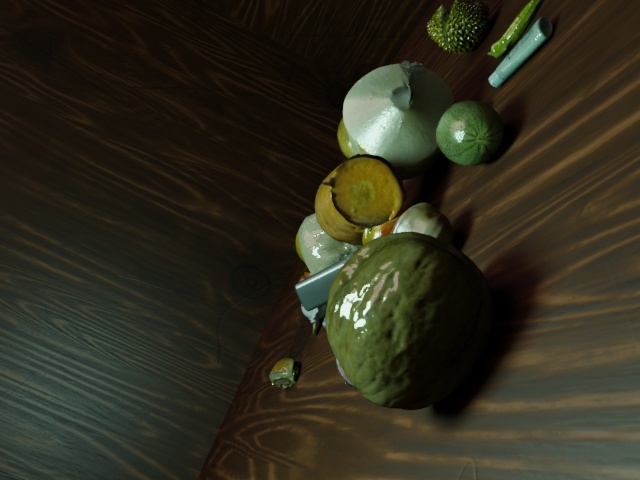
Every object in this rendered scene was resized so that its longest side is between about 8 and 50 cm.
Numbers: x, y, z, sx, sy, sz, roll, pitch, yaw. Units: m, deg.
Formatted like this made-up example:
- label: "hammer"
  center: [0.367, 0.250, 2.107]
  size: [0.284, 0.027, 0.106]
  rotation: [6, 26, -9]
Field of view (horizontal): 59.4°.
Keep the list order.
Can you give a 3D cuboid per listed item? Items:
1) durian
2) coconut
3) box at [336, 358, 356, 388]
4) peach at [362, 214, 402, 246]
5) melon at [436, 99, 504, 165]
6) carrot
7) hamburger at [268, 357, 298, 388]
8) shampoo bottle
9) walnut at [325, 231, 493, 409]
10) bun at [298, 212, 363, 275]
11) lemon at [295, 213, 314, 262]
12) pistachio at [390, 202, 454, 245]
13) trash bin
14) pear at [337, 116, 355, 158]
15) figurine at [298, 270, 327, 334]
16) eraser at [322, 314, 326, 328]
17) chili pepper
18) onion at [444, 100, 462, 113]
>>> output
- label: "durian"
  center: [0.463, -0.668, 1.787]
  size: [0.237, 0.138, 0.193]
  rotation: [-20, -15, -29]
- label: "coconut"
  center: [0.212, -0.323, 1.536]
  size: [0.323, 0.323, 0.323]
  rotation: [-61, 8, 15]
- label: "box"
  center: [0.100, 0.226, 1.105]
  size: [0.135, 0.151, 0.151]
  rotation: [116, 177, -64]
- label: "peach"
  center: [0.171, 0.013, 1.291]
  size: [0.151, 0.151, 0.118]
  rotation: [-53, 52, 53]
- label: "melon"
  center: [0.320, -0.231, 1.208]
  size: [0.139, 0.139, 0.192]
  rotation: [-61, 9, 17]
- label: "carrot"
  center: [0.099, -0.104, 1.490]
  size: [0.341, 0.224, 0.224]
  rotation: [121, 174, -80]
- label: "hamburger"
  center: [-0.127, 0.459, 2.002]
  size: [0.176, 0.087, 0.102]
  rotation: [125, 167, -59]
- label: "shampoo bottle"
  center: [0.459, -0.428, 1.301]
  size: [0.191, 0.041, 0.069]
  rotation: [129, 160, -58]
- label: "walnut"
  center: [0.134, 0.123, 0.892]
  size: [0.283, 0.283, 0.227]
  rotation: [-63, -21, 4]
- label: "bun"
  center: [0.069, 0.009, 1.749]
  size: [0.205, 0.281, 0.281]
  rotation: [-32, 20, 22]
- label: "lemon"
  center: [0.000, 0.000, 2.278]
  size: [0.204, 0.204, 0.260]
  rotation: [-75, 1, -56]
- label: "pistachio"
  center: [0.201, 0.024, 1.174]
  size: [0.129, 0.131, 0.206]
  rotation: [-62, -4, -79]
- label: "trash bin"
  center: [0.064, 0.097, 1.529]
  size: [0.236, 0.101, 0.177]
  rotation: [-27, 0, 19]
- label: "pear"
  center: [0.199, -0.439, 2.284]
  size: [0.271, 0.271, 0.271]
  rotation: [-61, 8, 15]
- label: "figurine"
  center: [-0.003, 0.195, 1.996]
  size: [0.143, 0.143, 0.271]
  rotation: [174, 89, -81]
- label: "eraser"
  center: [0.075, 0.207, 1.624]
  size: [0.089, 0.061, 0.352]
  rotation: [-65, 8, -18]
- label: "chili pepper"
  center: [0.503, -0.544, 1.427]
  size: [0.049, 0.043, 0.208]
  rotation: [-33, -14, -51]
- label: "onion"
  center: [0.354, -0.297, 1.395]
  size: [0.107, 0.097, 0.107]
  rotation: [-28, -14, -8]
